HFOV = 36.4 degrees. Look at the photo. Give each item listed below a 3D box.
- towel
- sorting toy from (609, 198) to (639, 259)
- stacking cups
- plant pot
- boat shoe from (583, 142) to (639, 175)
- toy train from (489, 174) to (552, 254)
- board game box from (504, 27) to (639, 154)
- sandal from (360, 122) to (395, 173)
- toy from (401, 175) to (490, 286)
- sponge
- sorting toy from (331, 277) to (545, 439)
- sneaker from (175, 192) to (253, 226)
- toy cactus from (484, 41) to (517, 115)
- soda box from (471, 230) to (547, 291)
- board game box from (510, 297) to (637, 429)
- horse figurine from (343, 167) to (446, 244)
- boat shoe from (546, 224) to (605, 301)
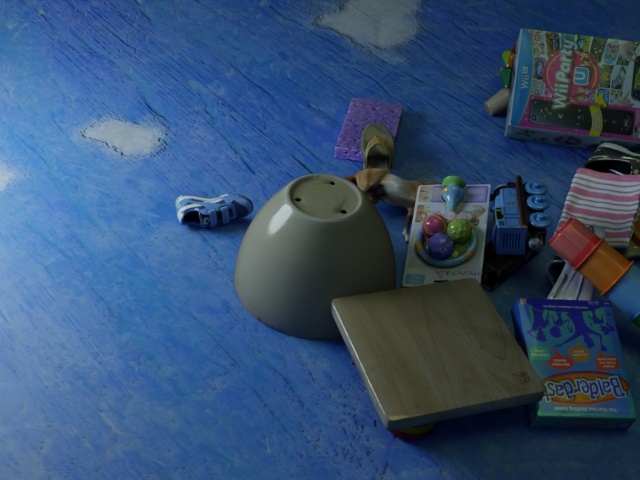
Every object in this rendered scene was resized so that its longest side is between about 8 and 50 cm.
[{"bbox_3d":[0.545,-0.066,1.888,0.144,0.029,0.197,9,48,25],"label":"towel"},{"bbox_3d":[0.642,-0.039,1.908,0.208,0.038,0.193,-5,41,-14],"label":"sorting toy"},{"bbox_3d":[0.516,0.090,1.623,0.316,0.096,0.096,41,48,12],"label":"stacking cups"},{"bbox_3d":[0.000,0.000,1.643,0.284,0.190,0.284,5,39,-4],"label":"plant pot"},{"bbox_3d":[0.646,-0.137,1.978,0.069,0.081,0.228,-38,38,-26],"label":"boat shoe"},{"bbox_3d":[0.360,-0.047,1.761,0.105,0.080,0.184,2,38,5],"label":"toy train"},{"bbox_3d":[0.562,-0.317,2.084,0.304,0.097,0.223,8,81,5],"label":"board game box"},{"bbox_3d":[0.113,-0.167,1.941,0.072,0.049,0.180,7,57,1],"label":"sandal"},{"bbox_3d":[0.225,-0.024,1.736,0.137,0.056,0.237,1,49,17],"label":"toy"},{"bbox_3d":[0.106,-0.233,2.067,0.117,0.031,0.210,11,40,6],"label":"sponge"},{"bbox_3d":[0.172,0.190,1.517,0.256,0.089,0.257,-8,42,-17],"label":"sorting toy"},{"bbox_3d":[-0.195,-0.050,1.785,0.144,0.053,0.059,-3,39,1],"label":"sneaker"},{"bbox_3d":[0.452,-0.339,2.203,0.181,0.112,0.219,-29,75,-6],"label":"toy cactus"},{"bbox_3d":[0.340,0.024,1.772,0.060,0.053,0.169,32,45,29],"label":"soda box"},{"bbox_3d":[0.397,0.193,1.540,0.160,0.047,0.210,2,56,-7],"label":"board game box"},{"bbox_3d":[0.133,-0.076,1.848,0.264,0.066,0.174,12,48,-4],"label":"horse figurine"},{"bbox_3d":[0.446,0.051,1.725,0.084,0.095,0.258,20,40,9],"label":"boat shoe"}]
